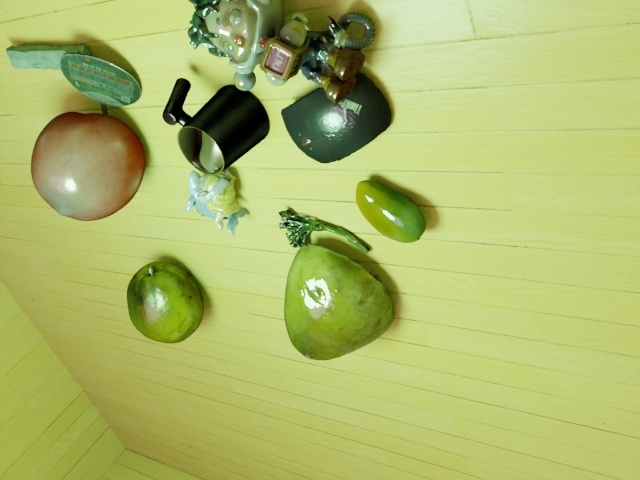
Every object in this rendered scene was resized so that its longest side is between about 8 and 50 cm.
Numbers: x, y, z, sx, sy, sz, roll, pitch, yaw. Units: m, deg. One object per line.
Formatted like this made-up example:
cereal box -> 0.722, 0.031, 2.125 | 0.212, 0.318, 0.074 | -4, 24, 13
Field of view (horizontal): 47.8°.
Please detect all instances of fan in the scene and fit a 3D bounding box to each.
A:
fan -> -0.583, -0.415, 2.006 | 0.223, 0.012, 0.294 | 3, 151, 21

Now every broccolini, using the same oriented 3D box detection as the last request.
broccolini -> 0.007, 0.002, 1.943 | 0.271, 0.062, 0.123 | 20, 149, 20

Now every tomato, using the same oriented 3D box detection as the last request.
tomato -> -0.677, -0.210, 2.086 | 0.321, 0.321, 0.321 | 23, 140, 21

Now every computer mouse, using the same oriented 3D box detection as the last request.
computer mouse -> 0.027, -0.262, 1.606 | 0.269, 0.100, 0.170 | -20, 111, 49

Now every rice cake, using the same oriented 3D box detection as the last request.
rice cake -> -0.779, -0.524, 2.060 | 0.336, 0.063, 0.066 | 11, 130, 34

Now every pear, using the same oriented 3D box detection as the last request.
pear -> -0.525, 0.217, 2.451 | 0.269, 0.269, 0.321 | 14, 136, 30

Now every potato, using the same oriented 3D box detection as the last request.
potato -> 0.005, 0.174, 1.951 | 0.330, 0.213, 0.280 | 16, 148, 27

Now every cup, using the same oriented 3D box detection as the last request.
cup -> -0.273, -0.280, 1.780 | 0.239, 0.177, 0.166 | 27, 142, 17

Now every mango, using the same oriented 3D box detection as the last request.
mango -> 0.164, -0.067, 1.711 | 0.191, 0.085, 0.122 | 36, 155, 21

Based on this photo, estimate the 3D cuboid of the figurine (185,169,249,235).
figurine -> -0.287, -0.117, 2.013 | 0.208, 0.128, 0.184 | 43, 141, -18

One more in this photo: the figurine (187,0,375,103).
figurine -> -0.106, -0.412, 1.483 | 0.382, 0.186, 0.261 | 33, 117, 13
